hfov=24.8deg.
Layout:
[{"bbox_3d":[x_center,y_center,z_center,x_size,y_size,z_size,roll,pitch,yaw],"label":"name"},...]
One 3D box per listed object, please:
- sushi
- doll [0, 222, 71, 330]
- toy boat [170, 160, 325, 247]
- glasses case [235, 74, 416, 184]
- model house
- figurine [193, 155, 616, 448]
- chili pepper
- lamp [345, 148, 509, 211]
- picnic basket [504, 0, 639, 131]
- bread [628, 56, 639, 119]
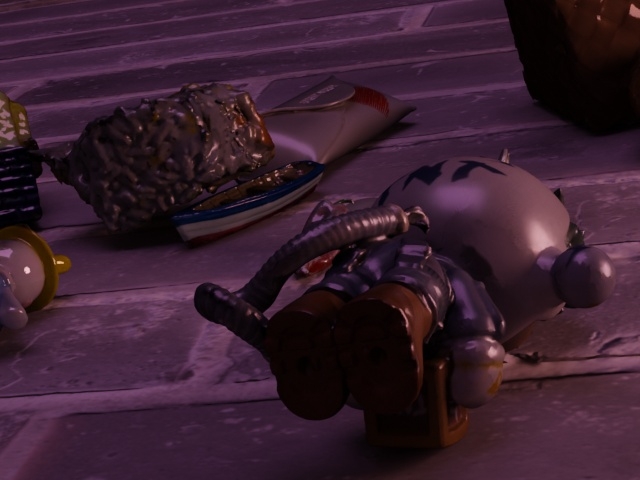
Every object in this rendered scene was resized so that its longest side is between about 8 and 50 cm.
[{"bbox_3d":[-0.195,-0.099,1.723,0.274,0.139,0.184,-23,4,14],"label":"sushi"},{"bbox_3d":[-0.341,0.055,1.460,0.135,0.099,0.241,-26,6,34],"label":"doll"},{"bbox_3d":[-0.085,-0.044,1.701,0.080,0.046,0.229,8,26,42],"label":"toy boat"},{"bbox_3d":[0.007,-0.156,1.925,0.128,0.083,0.308,1,22,32],"label":"glasses case"},{"bbox_3d":[-0.449,-0.060,1.857,0.194,0.170,0.211,-8,45,-17],"label":"model house"},{"bbox_3d":[0.094,0.045,1.136,0.261,0.186,0.382,4,18,22],"label":"figurine"},{"bbox_3d":[0.001,0.001,1.532,0.050,0.041,0.153,-23,27,30],"label":"chili pepper"},{"bbox_3d":[0.119,-0.060,1.641,0.198,0.056,0.050,-8,21,15],"label":"lamp"},{"bbox_3d":[0.415,-0.305,1.888,0.321,0.254,0.291,-25,21,-4],"label":"picnic basket"},{"bbox_3d":[0.465,-0.167,1.664,0.230,0.123,0.230,-7,13,2],"label":"bread"}]
